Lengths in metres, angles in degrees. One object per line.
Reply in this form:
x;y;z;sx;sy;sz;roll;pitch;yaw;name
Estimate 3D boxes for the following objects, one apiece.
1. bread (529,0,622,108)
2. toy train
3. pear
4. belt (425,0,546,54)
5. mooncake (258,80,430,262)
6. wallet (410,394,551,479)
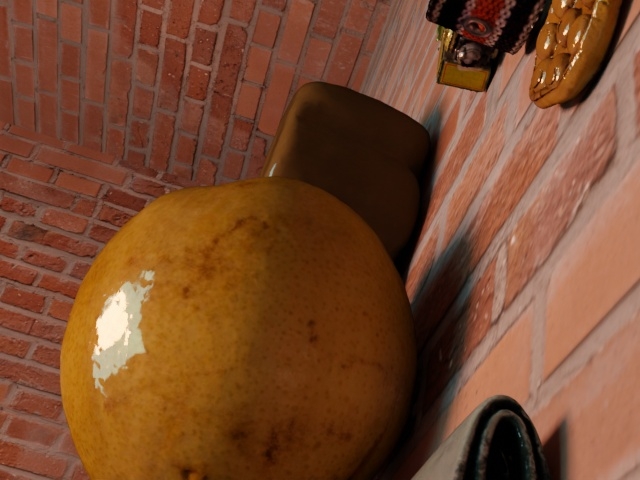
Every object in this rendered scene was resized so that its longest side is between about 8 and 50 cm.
0.159;-0.132;0.569;0.110;0.024;0.110;-164;90;-87;bread
0.147;-0.217;0.905;0.202;0.060;0.081;-77;-1;-48;toy train
-0.065;0.101;0.769;0.314;0.314;0.314;-163;90;-86;pear
0.170;-0.298;0.635;0.126;0.094;0.359;-79;7;-53;belt
0.000;0.000;1.121;0.378;0.201;0.378;-159;90;-84;mooncake
0.013;0.243;0.434;0.290;0.054;0.251;-61;-4;-38;wallet
